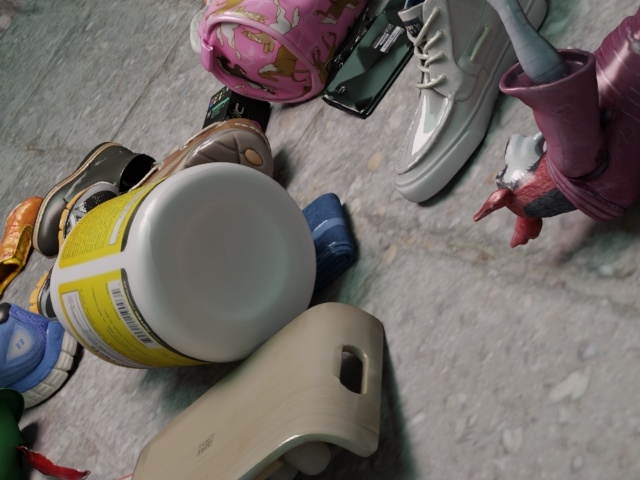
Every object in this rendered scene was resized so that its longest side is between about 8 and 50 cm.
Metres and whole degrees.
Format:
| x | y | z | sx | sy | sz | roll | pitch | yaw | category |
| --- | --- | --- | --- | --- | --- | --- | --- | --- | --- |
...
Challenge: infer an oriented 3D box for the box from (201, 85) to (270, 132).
| x | y | z | sx | sy | sz | roll | pitch | yaw | category |
| --- | --- | --- | --- | --- | --- | --- | --- | --- | --- |
| -0.106 | -0.149 | 1.713 | 0.052 | 0.062 | 0.083 | -34 | 30 | 36 | box |

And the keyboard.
| x | y | z | sx | sy | sz | roll | pitch | yaw | category |
| --- | --- | --- | --- | --- | --- | --- | --- | --- | --- |
| 0.078 | -0.222 | 1.552 | 0.100 | 0.038 | 0.192 | 30 | 81 | 41 | keyboard |

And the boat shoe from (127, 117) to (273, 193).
| x | y | z | sx | sy | sz | roll | pitch | yaw | category |
| --- | --- | --- | --- | --- | --- | --- | --- | --- | --- |
| -0.179 | -0.027 | 1.631 | 0.324 | 0.123 | 0.116 | -36 | 22 | 18 | boat shoe |

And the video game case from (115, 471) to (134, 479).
| x | y | z | sx | sy | sz | roll | pitch | yaw | category |
| --- | --- | --- | --- | --- | --- | --- | --- | --- | --- |
| -0.275 | 0.352 | 1.386 | 0.285 | 0.025 | 0.204 | -28 | 35 | 40 | video game case |

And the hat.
| x | y | z | sx | sy | sz | roll | pitch | yaw | category |
| --- | --- | --- | --- | --- | --- | --- | --- | --- | --- |
| -0.362 | 0.291 | 1.615 | 0.173 | 0.183 | 0.208 | -49 | -17 | -8 | hat |

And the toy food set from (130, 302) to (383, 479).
| x | y | z | sx | sy | sz | roll | pitch | yaw | category |
| --- | --- | --- | --- | --- | --- | --- | --- | --- | --- |
| -0.066 | 0.202 | 1.180 | 0.306 | 0.092 | 0.219 | -41 | 16 | 20 | toy food set |

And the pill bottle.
| x | y | z | sx | sy | sz | roll | pitch | yaw | category |
| --- | --- | --- | --- | --- | --- | --- | --- | --- | --- |
| -0.158 | 0.036 | 1.398 | 0.334 | 0.188 | 0.188 | -12 | 46 | 61 | pill bottle |

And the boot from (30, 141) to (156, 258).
| x | y | z | sx | sy | sz | roll | pitch | yaw | category |
| --- | --- | --- | --- | --- | --- | --- | --- | --- | --- |
| -0.325 | -0.057 | 1.956 | 0.137 | 0.077 | 0.198 | 14 | 69 | 57 | boot |

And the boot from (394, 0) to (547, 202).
| x | y | z | sx | sy | sz | roll | pitch | yaw | category |
| --- | --- | --- | --- | --- | --- | --- | --- | --- | --- |
| 0.111 | -0.171 | 1.305 | 0.095 | 0.123 | 0.258 | -4 | 53 | 58 | boot |

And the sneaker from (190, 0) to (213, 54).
| x | y | z | sx | sy | sz | roll | pitch | yaw | category |
| --- | --- | --- | --- | --- | --- | --- | --- | --- | --- |
| -0.161 | -0.321 | 2.063 | 0.065 | 0.061 | 0.158 | 115 | 172 | -48 | sneaker |

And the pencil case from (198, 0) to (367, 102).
| x | y | z | sx | sy | sz | roll | pitch | yaw | category |
| --- | --- | --- | --- | --- | --- | --- | --- | --- | --- |
| -0.015 | -0.352 | 1.704 | 0.167 | 0.160 | 0.386 | -3 | 54 | 40 | pencil case |

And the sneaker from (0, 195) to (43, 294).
| x | y | z | sx | sy | sz | roll | pitch | yaw | category |
| --- | --- | --- | --- | --- | --- | --- | --- | --- | --- |
| -0.472 | 0.012 | 2.140 | 0.067 | 0.064 | 0.175 | 20 | 78 | 43 | sneaker |

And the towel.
| x | y | z | sx | sy | sz | roll | pitch | yaw | category |
| --- | --- | --- | --- | --- | --- | --- | --- | --- | --- |
| 0.000 | 0.000 | 1.379 | 0.067 | 0.029 | 0.119 | -43 | 26 | 17 | towel |

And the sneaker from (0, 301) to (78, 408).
| x | y | z | sx | sy | sz | roll | pitch | yaw | category |
| --- | --- | --- | --- | --- | --- | --- | --- | --- | --- |
| -0.460 | 0.179 | 1.782 | 0.330 | 0.147 | 0.129 | -39 | 28 | 26 | sneaker |

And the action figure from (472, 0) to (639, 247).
| x | y | z | sx | sy | sz | roll | pitch | yaw | category |
| --- | --- | --- | --- | --- | --- | --- | --- | --- | --- |
| 0.260 | -0.120 | 1.000 | 0.276 | 0.248 | 0.370 | 46 | 116 | 22 | action figure |

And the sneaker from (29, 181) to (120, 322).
| x | y | z | sx | sy | sz | roll | pitch | yaw | category |
| --- | --- | --- | --- | --- | --- | --- | --- | --- | --- |
| -0.307 | 0.020 | 1.819 | 0.083 | 0.084 | 0.215 | -9 | 57 | 51 | sneaker |
